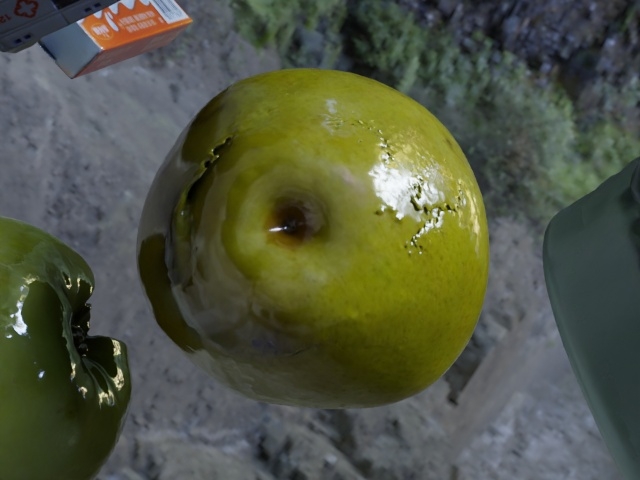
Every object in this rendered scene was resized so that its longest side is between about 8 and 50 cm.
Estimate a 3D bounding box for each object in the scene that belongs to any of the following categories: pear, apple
[{"bbox_3d":[0.003,0.012,0.937,0.285,0.285,0.336,-53,151,-10],"label":"pear"},{"bbox_3d":[-0.302,0.115,0.978,0.254,0.292,0.292,-21,160,12],"label":"apple"}]

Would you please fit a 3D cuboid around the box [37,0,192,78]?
[{"bbox_3d":[-0.255,-0.276,1.064,0.048,0.265,0.273,-40,-175,18],"label":"box"}]

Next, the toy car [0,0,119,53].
[{"bbox_3d":[-0.175,-0.223,0.844,0.209,0.089,0.108,-24,133,6],"label":"toy car"}]

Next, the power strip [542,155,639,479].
[{"bbox_3d":[0.238,0.078,0.429,0.161,0.358,0.357,-37,163,21],"label":"power strip"}]
